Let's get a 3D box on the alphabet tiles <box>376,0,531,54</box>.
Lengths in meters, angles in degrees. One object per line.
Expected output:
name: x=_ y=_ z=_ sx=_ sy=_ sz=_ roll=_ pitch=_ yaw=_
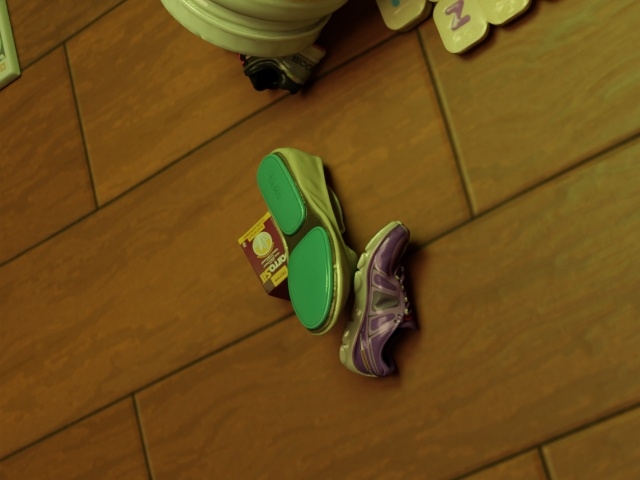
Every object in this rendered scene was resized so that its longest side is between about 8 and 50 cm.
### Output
alphabet tiles: x=0.168 y=-0.354 z=1.770 sx=0.284 sy=0.021 sz=0.278 roll=-33 pitch=62 yaw=27

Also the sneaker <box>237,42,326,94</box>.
sneaker: x=-0.075 y=-0.216 z=1.894 sx=0.170 sy=0.063 sz=0.074 roll=22 pitch=87 yaw=33

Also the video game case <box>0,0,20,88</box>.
video game case: x=-0.497 y=-0.272 z=2.252 sx=0.173 sy=0.022 sz=0.190 roll=-29 pitch=63 yaw=28

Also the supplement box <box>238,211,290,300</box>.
supplement box: x=-0.048 y=0.018 z=1.833 sx=0.055 sy=0.043 sz=0.083 roll=-43 pitch=58 yaw=20

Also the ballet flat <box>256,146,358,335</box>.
ballet flat: x=0.000 y=0.000 z=1.772 sx=0.086 sy=0.086 sz=0.248 roll=-35 pitch=52 yaw=26

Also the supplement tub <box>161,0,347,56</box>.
supplement tub: x=-0.039 y=-0.387 z=1.739 sx=0.241 sy=0.241 sz=0.331 roll=57 pitch=141 yaw=31

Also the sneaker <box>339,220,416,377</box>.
sneaker: x=0.075 y=0.064 z=1.730 sx=0.071 sy=0.068 sz=0.170 roll=14 pitch=97 yaw=23
